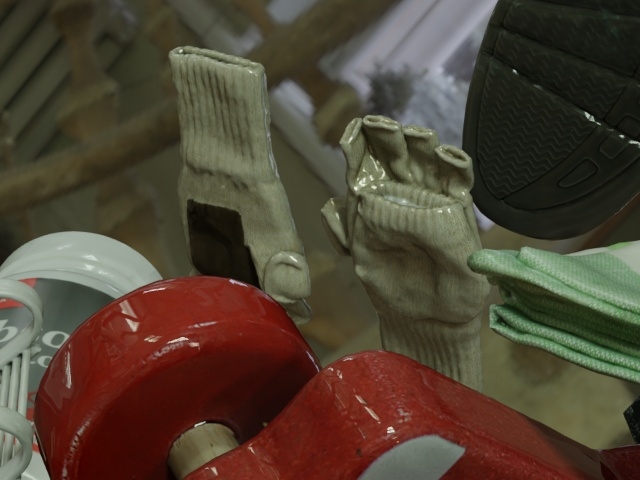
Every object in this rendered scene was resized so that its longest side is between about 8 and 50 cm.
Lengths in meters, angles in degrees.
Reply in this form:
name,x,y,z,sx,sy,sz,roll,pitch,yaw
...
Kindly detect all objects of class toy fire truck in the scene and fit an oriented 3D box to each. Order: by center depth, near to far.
name,x,y,z,sx,sy,sz,roll,pitch,yaw
toy fire truck,-0.010,0.174,0.542,0.254,0.302,0.169,28,17,-40

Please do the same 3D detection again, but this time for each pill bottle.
name,x,y,z,sx,sy,sz,roll,pitch,yaw
pill bottle,-0.227,0.152,1.227,0.210,0.210,0.363,38,24,-16

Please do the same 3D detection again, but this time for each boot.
name,x,y,z,sx,sy,sz,roll,pitch,yaw
boot,0.218,-0.186,0.986,0.138,0.377,0.284,21,10,12

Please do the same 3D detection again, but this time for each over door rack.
name,x,y,z,sx,sy,sz,roll,pitch,yaw
over door rack,-0.273,0.191,0.844,0.108,0.324,0.239,30,28,-25

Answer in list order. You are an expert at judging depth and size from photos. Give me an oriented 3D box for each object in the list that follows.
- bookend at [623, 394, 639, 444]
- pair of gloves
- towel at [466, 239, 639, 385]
name,x,y,z,sx,sy,sz,roll,pitch,yaw
bookend,0.338,0.118,1.136,0.156,0.157,0.072,9,45,-27
pair of gloves,0.000,0.000,0.931,0.240,0.204,0.042,24,45,30
towel,0.245,0.010,0.515,0.325,0.038,0.248,-12,18,-37
